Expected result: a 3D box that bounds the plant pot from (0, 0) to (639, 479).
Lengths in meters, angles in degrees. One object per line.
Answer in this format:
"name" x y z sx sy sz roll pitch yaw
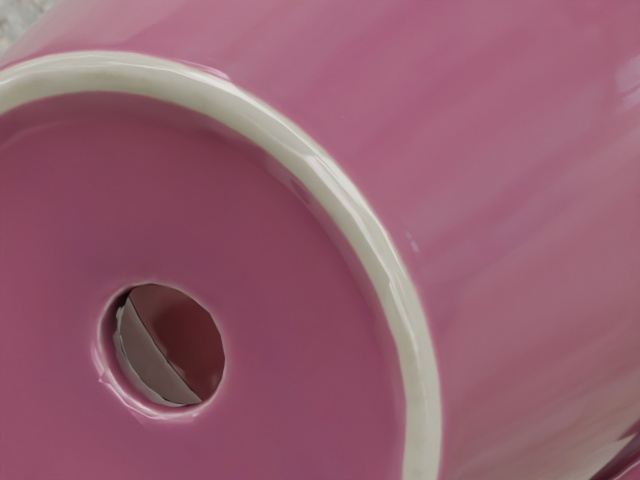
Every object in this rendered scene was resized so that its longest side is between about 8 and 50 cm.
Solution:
"plant pot" 0.000 0.000 0.460 0.201 0.201 0.180 19 24 19
